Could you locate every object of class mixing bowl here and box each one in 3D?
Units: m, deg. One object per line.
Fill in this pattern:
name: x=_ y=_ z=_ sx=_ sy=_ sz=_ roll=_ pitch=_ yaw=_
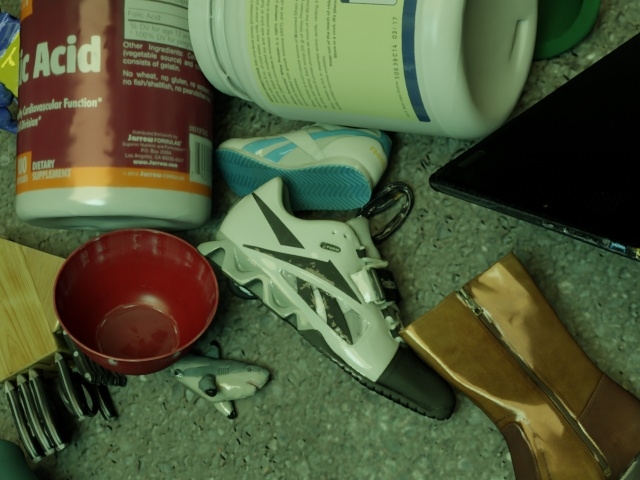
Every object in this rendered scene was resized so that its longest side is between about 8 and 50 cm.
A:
mixing bowl: x=-0.210 y=0.086 z=1.148 sx=0.181 sy=0.098 sz=0.181 roll=5 pitch=50 yaw=-6

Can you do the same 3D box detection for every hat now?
hat: x=0.262 y=-0.337 z=1.152 sx=0.173 sy=0.183 sz=0.209 roll=6 pitch=124 yaw=32

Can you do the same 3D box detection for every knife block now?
knife block: x=-0.365 y=0.129 z=1.240 sx=0.275 sy=0.088 sz=0.242 roll=16 pitch=84 yaw=21

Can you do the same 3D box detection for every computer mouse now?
computer mouse: x=0.000 y=0.000 z=1.171 sx=0.242 sy=0.041 sz=0.071 roll=-25 pitch=86 yaw=6

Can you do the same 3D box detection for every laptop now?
laptop: x=0.389 y=-0.003 z=0.927 sx=0.382 sy=0.236 sz=0.408 roll=-34 pitch=36 yaw=-28

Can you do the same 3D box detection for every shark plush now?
shark plush: x=-0.135 y=0.150 z=1.191 sx=0.161 sy=0.073 sz=0.067 roll=20 pitch=65 yaw=42

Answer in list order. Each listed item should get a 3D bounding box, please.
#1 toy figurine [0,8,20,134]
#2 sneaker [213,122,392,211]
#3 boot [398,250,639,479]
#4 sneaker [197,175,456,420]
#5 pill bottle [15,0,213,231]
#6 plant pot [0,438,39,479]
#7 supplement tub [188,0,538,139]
toy figurine: x=-0.406 y=-0.217 z=1.284 sx=0.217 sy=0.191 sz=0.363 roll=36 pitch=92 yaw=18
sneaker: x=-0.023 y=-0.091 z=1.175 sx=0.228 sy=0.087 sz=0.092 roll=7 pitch=46 yaw=32
boot: x=0.178 y=0.187 z=0.985 sx=0.264 sy=0.096 sz=0.280 roll=-40 pitch=80 yaw=-5
sneaker: x=0.033 y=0.055 z=1.083 sx=0.330 sy=0.122 sz=0.146 roll=39 pitch=88 yaw=9
pill bottle: x=-0.236 y=-0.213 z=1.172 sx=0.224 sy=0.224 sz=0.392 roll=-2 pitch=85 yaw=19
plant pot: x=-0.386 y=0.373 z=1.113 sx=0.271 sy=0.271 sz=0.255 roll=-35 pitch=61 yaw=10
supplement tub: x=0.045 y=-0.240 z=1.082 sx=0.324 sy=0.235 sz=0.235 roll=11 pitch=82 yaw=31
